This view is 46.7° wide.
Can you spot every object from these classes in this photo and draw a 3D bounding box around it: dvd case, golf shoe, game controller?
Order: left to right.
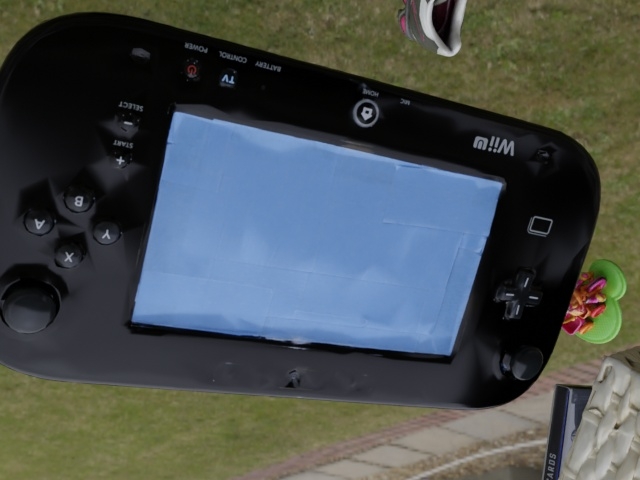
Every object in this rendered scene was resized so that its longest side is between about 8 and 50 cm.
[{"bbox_3d":[0.000,0.000,0.373,0.319,0.067,0.166,9,112,-24],"label":"game controller"},{"bbox_3d":[0.157,-0.377,0.970,0.105,0.120,0.272,-17,130,-5],"label":"golf shoe"},{"bbox_3d":[0.330,0.294,0.881,0.179,0.238,0.030,10,178,-33],"label":"dvd case"}]

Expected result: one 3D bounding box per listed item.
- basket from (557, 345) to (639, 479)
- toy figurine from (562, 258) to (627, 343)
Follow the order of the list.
[{"bbox_3d":[0.209,0.148,0.421,0.103,0.113,0.167,-4,115,-32],"label":"basket"},{"bbox_3d":[0.400,0.121,1.214,0.159,0.130,0.173,-19,145,-30],"label":"toy figurine"}]
